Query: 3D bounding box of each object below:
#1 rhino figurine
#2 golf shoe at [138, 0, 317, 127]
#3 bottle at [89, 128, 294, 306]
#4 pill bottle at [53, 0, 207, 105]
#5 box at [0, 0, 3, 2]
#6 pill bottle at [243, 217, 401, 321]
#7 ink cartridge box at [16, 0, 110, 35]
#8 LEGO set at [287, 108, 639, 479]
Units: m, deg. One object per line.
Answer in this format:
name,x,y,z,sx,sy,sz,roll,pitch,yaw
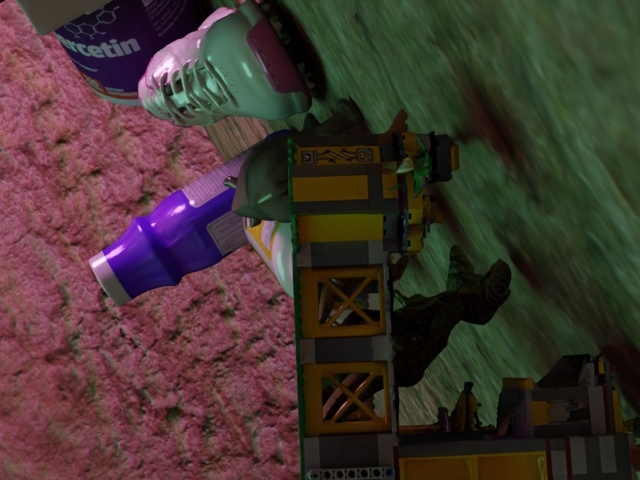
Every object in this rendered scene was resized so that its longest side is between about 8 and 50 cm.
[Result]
rhino figurine,-0.031,-0.057,0.918,0.073,0.106,0.243,53,168,-7
golf shoe,-0.094,-0.146,0.971,0.115,0.140,0.306,60,173,-14
bottle,-0.131,-0.024,1.213,0.092,0.283,0.118,60,173,-18
pill bottle,-0.253,-0.313,1.236,0.181,0.181,0.323,56,174,27
box,-0.244,-0.316,0.812,0.076,0.242,0.307,57,175,11
pill bottle,0.000,0.000,1.031,0.119,0.119,0.208,60,175,-22
ink cartridge box,-0.158,-0.242,0.763,0.060,0.180,0.104,51,171,52
LEGO set,0.083,0.061,0.622,0.331,0.192,0.255,90,178,-74
